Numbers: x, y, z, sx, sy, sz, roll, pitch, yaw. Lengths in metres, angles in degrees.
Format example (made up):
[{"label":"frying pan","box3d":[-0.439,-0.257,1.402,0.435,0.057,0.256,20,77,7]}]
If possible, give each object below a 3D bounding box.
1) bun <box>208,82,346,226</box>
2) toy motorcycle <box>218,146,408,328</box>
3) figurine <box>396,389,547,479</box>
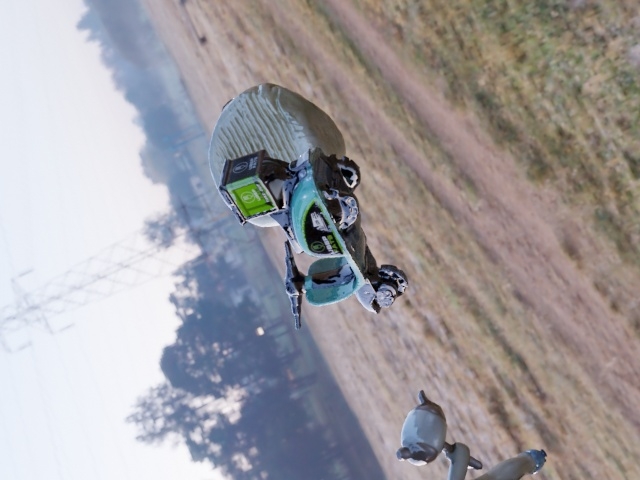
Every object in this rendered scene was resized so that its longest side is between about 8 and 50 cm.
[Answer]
[{"label":"bun","box3d":[-0.046,-0.105,1.080,0.113,0.167,0.173,-11,-76,-63]},{"label":"toy motorcycle","box3d":[0.000,0.000,0.682,0.058,0.100,0.173,-84,-28,-48]},{"label":"figurine","box3d":[0.135,0.240,0.816,0.103,0.260,0.205,-19,84,49]}]
